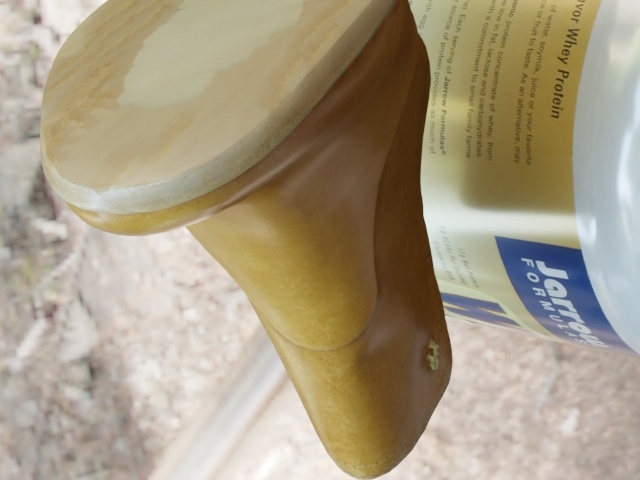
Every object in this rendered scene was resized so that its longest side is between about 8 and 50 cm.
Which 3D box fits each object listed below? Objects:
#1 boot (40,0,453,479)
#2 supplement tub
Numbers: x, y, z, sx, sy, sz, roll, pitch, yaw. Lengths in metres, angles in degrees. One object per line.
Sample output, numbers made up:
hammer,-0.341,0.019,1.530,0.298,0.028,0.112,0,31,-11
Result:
boot,-0.001,0.000,0.594,0.104,0.295,0.211,-6,115,13
supplement tub,0.132,-0.061,0.831,0.316,0.228,0.228,10,106,41
